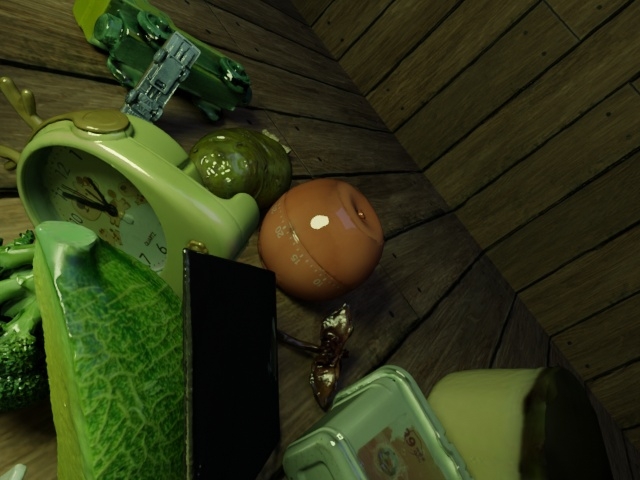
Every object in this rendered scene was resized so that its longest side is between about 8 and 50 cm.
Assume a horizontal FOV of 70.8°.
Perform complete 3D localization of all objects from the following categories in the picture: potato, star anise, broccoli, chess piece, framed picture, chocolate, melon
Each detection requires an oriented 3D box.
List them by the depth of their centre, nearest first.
[{"bbox_3d":[-0.163,0.143,0.385,0.196,0.124,0.323,-61,152,-67],"label":"melon"},{"bbox_3d":[-0.282,0.067,0.439,0.195,0.156,0.195,47,-6,6],"label":"broccoli"},{"bbox_3d":[-0.083,0.146,0.499,0.324,0.013,0.243,52,35,-81],"label":"framed picture"},{"bbox_3d":[0.315,0.389,0.783,0.314,0.297,0.325,1,71,-47],"label":"chocolate"},{"bbox_3d":[-0.020,0.188,0.784,0.158,0.145,0.140,-59,152,-54],"label":"star anise"},{"bbox_3d":[-0.153,-0.138,0.894,0.176,0.141,0.298,64,21,-1],"label":"potato"},{"bbox_3d":[-0.121,-0.261,1.202,0.092,0.035,0.035,45,28,-1],"label":"chess piece"}]

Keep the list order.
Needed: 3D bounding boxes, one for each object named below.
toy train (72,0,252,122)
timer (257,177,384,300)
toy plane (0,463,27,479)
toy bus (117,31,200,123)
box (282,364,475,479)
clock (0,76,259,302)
[{"bbox_3d":[-0.316,-0.404,0.982,0.369,0.150,0.237,12,39,-52],"label":"toy train"},{"bbox_3d":[0.000,0.000,0.867,0.230,0.215,0.229,41,31,-31],"label":"timer"},{"bbox_3d":[-0.252,0.275,0.253,0.267,0.123,0.266,34,34,-27],"label":"toy plane"},{"bbox_3d":[-0.296,-0.281,0.811,0.064,0.190,0.075,35,0,-36],"label":"toy bus"},{"bbox_3d":[0.092,0.361,0.618,0.183,0.175,0.311,-14,66,-50],"label":"box"},{"bbox_3d":[-0.244,-0.048,0.536,0.308,0.235,0.096,41,39,-10],"label":"clock"}]
